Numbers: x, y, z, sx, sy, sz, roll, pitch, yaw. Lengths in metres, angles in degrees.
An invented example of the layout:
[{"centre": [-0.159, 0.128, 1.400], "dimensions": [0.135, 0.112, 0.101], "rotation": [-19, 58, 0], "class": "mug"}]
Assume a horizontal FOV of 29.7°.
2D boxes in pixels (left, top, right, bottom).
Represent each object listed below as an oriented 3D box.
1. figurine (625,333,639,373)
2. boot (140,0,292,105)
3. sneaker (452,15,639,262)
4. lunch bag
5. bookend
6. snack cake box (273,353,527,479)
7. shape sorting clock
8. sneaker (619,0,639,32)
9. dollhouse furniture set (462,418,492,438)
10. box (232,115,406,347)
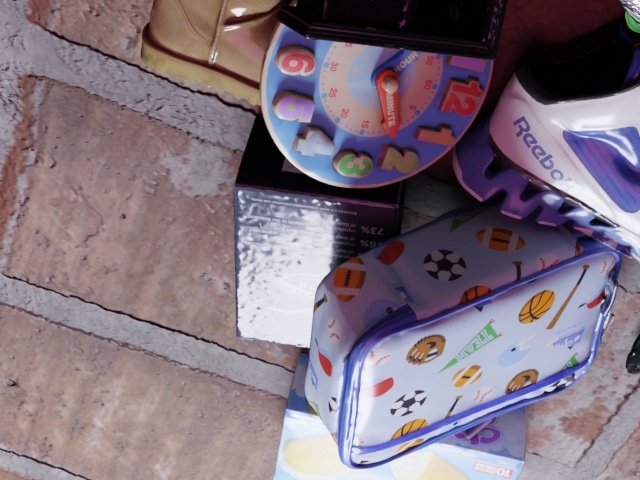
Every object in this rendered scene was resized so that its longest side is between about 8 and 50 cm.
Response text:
[{"centre": [0.409, 0.073, 1.162], "dimensions": [0.214, 0.092, 0.209], "rotation": [4, 140, 8], "class": "figurine"}, {"centre": [-0.025, -0.236, 0.969], "dimensions": [0.236, 0.089, 0.270], "rotation": [12, 129, -7], "class": "boot"}, {"centre": [0.284, -0.081, 1.011], "dimensions": [0.315, 0.127, 0.182], "rotation": [17, 135, -1], "class": "sneaker"}, {"centre": [0.137, 0.087, 1.121], "dimensions": [0.303, 0.115, 0.243], "rotation": [-17, 138, -20], "class": "lunch bag"}, {"centre": [0.063, -0.224, 0.892], "dimensions": [0.156, 0.072, 0.157], "rotation": [4, 108, -22], "class": "bookend"}, {"centre": [0.087, 0.233, 1.363], "dimensions": [0.264, 0.089, 0.152], "rotation": [12, 132, 2], "class": "snack cake box"}, {"centre": [0.050, -0.135, 0.988], "dimensions": [0.206, 0.040, 0.206], "rotation": [-13, 124, -20], "class": "shape sorting clock"}, {"centre": [0.315, -0.207, 0.895], "dimensions": [0.343, 0.134, 0.146], "rotation": [27, 143, 9], "class": "sneaker"}, {"centre": [0.161, 0.130, 1.275], "dimensions": [0.114, 0.091, 0.081], "rotation": [-40, 138, 6], "class": "dollhouse furniture set"}, {"centre": [0.000, 0.000, 1.159], "dimensions": [0.153, 0.108, 0.207], "rotation": [8, 133, 4], "class": "box"}]
